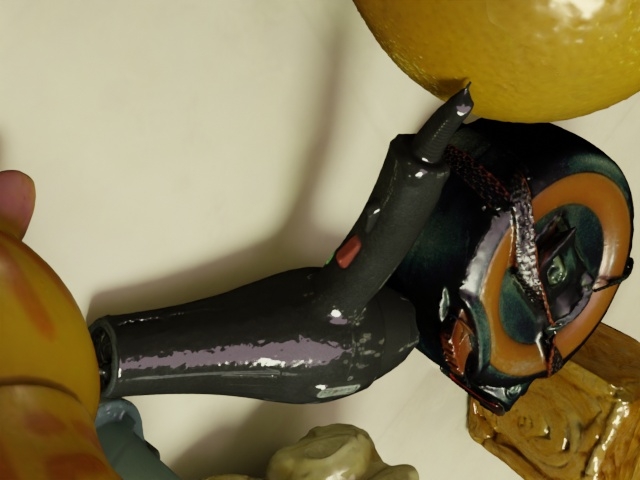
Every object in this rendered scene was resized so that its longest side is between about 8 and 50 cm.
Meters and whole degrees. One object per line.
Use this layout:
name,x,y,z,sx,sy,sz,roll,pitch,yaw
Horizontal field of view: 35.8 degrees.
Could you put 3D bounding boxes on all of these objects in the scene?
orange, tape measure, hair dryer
orange,0.111,-0.177,0.532,0.236,0.236,0.236,-25,130,-34
tape measure,0.144,0.014,0.750,0.202,0.135,0.223,-49,137,-9
hair dryer,0.000,0.000,0.580,0.235,0.091,0.272,-1,136,-37

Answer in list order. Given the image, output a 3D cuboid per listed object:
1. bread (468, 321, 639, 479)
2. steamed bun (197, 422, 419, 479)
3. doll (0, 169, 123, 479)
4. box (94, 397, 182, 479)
bread,0.234,0.152,0.918,0.143,0.158,0.149,-1,110,-45
steamed bun,-0.026,0.215,0.723,0.177,0.106,0.192,-18,140,-22
doll,-0.152,0.112,0.412,0.166,0.270,0.162,-9,140,-35
box,-0.164,0.207,0.548,0.227,0.130,0.162,-28,132,-37
